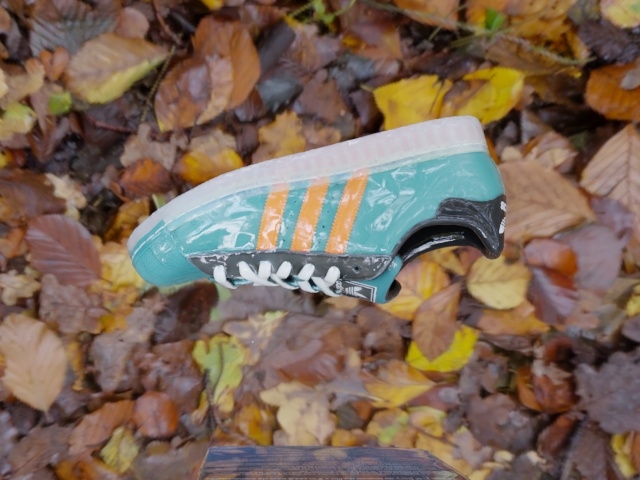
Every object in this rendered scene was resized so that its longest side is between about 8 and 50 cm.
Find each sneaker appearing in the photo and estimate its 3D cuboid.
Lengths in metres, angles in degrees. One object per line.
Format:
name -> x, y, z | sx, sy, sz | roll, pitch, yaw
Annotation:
sneaker -> 0.000, 0.000, 0.638 | 0.302, 0.108, 0.121 | -17, 77, 2

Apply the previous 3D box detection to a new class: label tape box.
label tape box -> 0.011, 0.250, 0.698 | 0.241, 0.333, 0.105 | 1, 83, -4
